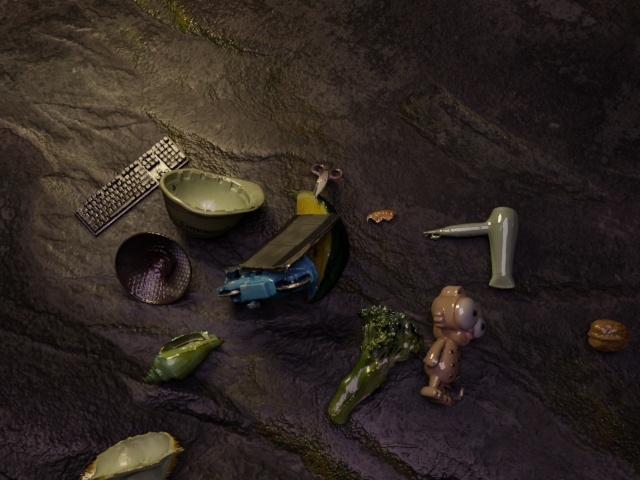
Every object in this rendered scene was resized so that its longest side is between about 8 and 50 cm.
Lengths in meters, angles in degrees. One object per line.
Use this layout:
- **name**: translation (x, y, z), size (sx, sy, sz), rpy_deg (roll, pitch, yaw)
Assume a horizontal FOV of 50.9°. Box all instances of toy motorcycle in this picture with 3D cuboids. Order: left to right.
- **toy motorcycle**: translation (-0.113, 0.094, 1.587), size (0.272, 0.182, 0.123), rpy_deg (-9, 100, 35)

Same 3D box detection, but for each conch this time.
- **conch**: translation (-0.331, 0.274, 1.587), size (0.095, 0.079, 0.201), rpy_deg (37, 56, 25)

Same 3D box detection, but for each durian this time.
- **durian**: translation (-0.413, 0.494, 1.474), size (0.252, 0.139, 0.144), rpy_deg (-10, 67, -4)

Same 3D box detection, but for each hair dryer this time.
- **hair dryer**: translation (0.378, 0.013, 1.706), size (0.237, 0.075, 0.206), rpy_deg (5, 77, 9)

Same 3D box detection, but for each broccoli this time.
- **broccoli**: translation (0.107, 0.294, 1.568), size (0.146, 0.165, 0.304), rpy_deg (23, 79, 50)

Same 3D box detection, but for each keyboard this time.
- **keyboard**: translation (-0.496, -0.149, 1.758), size (0.317, 0.027, 0.106), rpy_deg (-43, 77, -14)

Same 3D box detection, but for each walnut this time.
- **walnut**: translation (0.691, 0.230, 1.618), size (0.096, 0.082, 0.078), rpy_deg (5, 98, -1)

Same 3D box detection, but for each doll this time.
- **doll**: translation (0.306, 0.248, 1.577), size (0.119, 0.154, 0.277), rpy_deg (0, 71, 42)

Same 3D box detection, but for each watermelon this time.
- **watermelon**: translation (0.000, 0.000, 1.682), size (0.129, 0.123, 0.300), rpy_deg (-14, 68, 17)

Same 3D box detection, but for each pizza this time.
- **pizza**: translation (0.157, -0.062, 1.744), size (0.083, 0.016, 0.037), rpy_deg (-12, 70, -9)

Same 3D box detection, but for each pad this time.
- **pad**: translation (-0.072, 0.001, 1.583), size (0.233, 0.174, 0.022), rpy_deg (-44, 120, -36)

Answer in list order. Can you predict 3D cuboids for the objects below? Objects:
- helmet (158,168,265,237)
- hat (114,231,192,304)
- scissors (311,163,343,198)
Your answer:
- **helmet**: translation (-0.277, -0.072, 1.679), size (0.258, 0.137, 0.204), rpy_deg (12, 32, -5)
- **hat**: translation (-0.403, 0.057, 1.664), size (0.193, 0.082, 0.192), rpy_deg (2, 111, 5)
- **scissors**: translation (0.006, -0.151, 1.722), size (0.086, 0.022, 0.176), rpy_deg (16, 33, 3)
